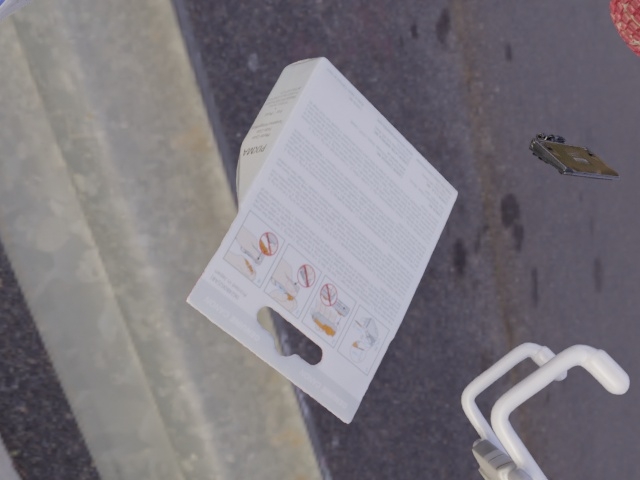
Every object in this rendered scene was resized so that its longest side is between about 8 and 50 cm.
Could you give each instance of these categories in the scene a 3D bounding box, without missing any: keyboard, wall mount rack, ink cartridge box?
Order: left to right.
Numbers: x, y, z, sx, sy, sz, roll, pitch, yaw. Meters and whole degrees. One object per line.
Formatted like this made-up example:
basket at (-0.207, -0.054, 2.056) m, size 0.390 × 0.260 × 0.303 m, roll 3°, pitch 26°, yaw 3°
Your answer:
ink cartridge box at (0.000, 0.000, 1.297) m, size 0.308 × 0.091 × 0.385 m, roll 42°, pitch 64°, yaw -30°
keyboard at (0.371, -0.123, 1.454) m, size 0.180 × 0.108 × 0.023 m, roll 1°, pitch 130°, yaw -50°
wall mount rack at (0.233, 0.220, 0.730) m, size 0.304 × 0.130 × 0.350 m, roll 55°, pitch -1°, yaw 6°

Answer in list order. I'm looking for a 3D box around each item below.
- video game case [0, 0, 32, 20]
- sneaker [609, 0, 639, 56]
video game case at (-0.154, -0.289, 0.771) m, size 0.244 × 0.269 × 0.061 m, roll -45°, pitch 107°, yaw -36°
sneaker at (0.494, -0.355, 1.289) m, size 0.112 × 0.299 × 0.121 m, roll -25°, pitch 73°, yaw -27°
